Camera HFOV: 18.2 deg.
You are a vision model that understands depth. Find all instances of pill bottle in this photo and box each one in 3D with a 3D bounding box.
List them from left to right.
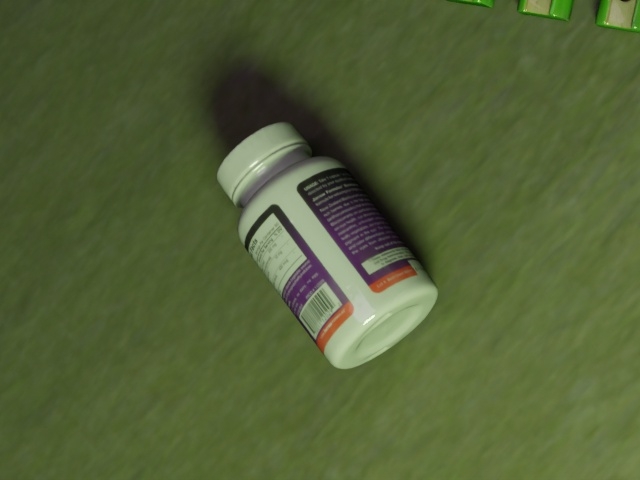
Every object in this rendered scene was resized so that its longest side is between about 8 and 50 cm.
[{"bbox_3d":[0.000,0.000,1.636,0.108,0.108,0.193,-41,71,15],"label":"pill bottle"}]

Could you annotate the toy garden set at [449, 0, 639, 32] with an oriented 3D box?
[{"bbox_3d":[0.166,-0.290,1.623,0.244,0.049,0.204,12,90,24],"label":"toy garden set"}]
